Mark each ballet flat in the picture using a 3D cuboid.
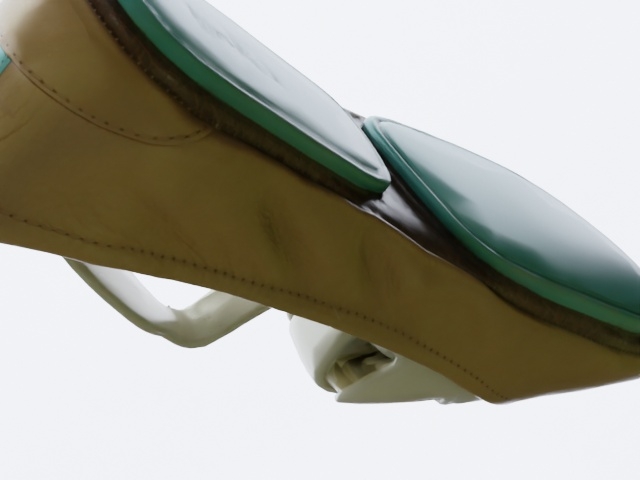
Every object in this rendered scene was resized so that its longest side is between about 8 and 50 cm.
[{"bbox_3d":[0.000,0.000,0.487,0.073,0.080,0.232,-47,-45,16],"label":"ballet flat"}]
